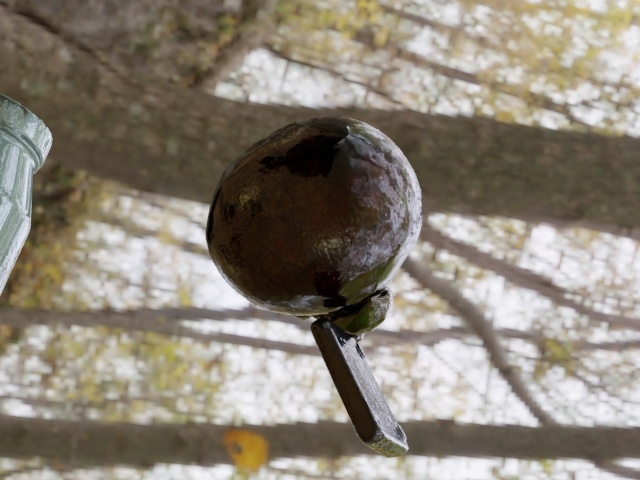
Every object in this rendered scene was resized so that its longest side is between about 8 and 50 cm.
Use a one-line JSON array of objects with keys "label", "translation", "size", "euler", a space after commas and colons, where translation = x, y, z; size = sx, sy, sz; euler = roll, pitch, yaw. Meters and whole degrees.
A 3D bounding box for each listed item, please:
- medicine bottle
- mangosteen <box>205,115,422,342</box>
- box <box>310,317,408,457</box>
[{"label": "medicine bottle", "translation": [-0.519, -0.057, 2.241], "size": [0.245, 0.245, 0.290], "euler": [-9, -127, 52]}, {"label": "mangosteen", "translation": [0.001, -0.010, 1.525], "size": [0.216, 0.216, 0.216], "euler": [-19, -114, 50]}, {"label": "box", "translation": [0.036, 0.134, 1.455], "size": [0.027, 0.125, 0.126], "euler": [-27, -109, 6]}]
